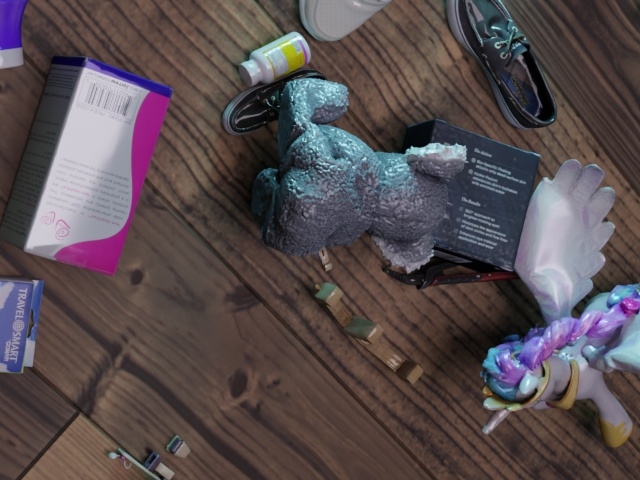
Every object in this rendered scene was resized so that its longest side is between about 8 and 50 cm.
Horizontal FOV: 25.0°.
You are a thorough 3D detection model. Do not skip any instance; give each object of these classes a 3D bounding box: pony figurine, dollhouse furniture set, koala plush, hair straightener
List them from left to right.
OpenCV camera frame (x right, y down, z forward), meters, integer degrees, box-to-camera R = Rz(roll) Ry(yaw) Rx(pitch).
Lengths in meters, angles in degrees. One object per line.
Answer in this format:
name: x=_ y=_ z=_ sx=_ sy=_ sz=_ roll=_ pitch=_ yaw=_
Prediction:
dollhouse furniture set: x=-0.196 y=0.268 z=1.701 sx=0.081 sy=0.114 sz=0.091 roll=42 pitch=80 yaw=-22
koala plush: x=0.051 y=-0.055 z=1.684 sx=0.221 sy=0.203 sz=0.196 roll=12 pitch=117 yaw=-15
hair straightener: x=0.188 y=0.015 z=1.913 sx=0.230 sy=0.047 sz=0.089 roll=-6 pitch=87 yaw=-22
pony figurine: x=0.370 y=0.116 z=1.878 sx=0.363 sy=0.303 sz=0.351 roll=16 pitch=110 yaw=-56

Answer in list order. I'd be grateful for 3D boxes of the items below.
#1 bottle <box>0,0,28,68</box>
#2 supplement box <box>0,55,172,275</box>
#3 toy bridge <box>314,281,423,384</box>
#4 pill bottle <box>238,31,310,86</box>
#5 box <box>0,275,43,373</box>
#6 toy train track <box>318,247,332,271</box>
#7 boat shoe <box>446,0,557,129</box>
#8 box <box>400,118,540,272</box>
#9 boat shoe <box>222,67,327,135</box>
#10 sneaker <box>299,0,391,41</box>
bottle: x=-0.365 y=-0.323 z=1.526 sx=0.118 sy=0.092 sz=0.282 roll=-11 pitch=103 yaw=-27
supplement box: x=-0.264 y=-0.084 z=1.608 sx=0.111 sy=0.114 sz=0.220 roll=19 pitch=88 yaw=-30
toy bridge: x=0.053 y=0.114 z=1.836 sx=0.188 sy=0.063 sz=0.026 roll=45 pitch=76 yaw=-28
pill bottle: x=-0.056 y=-0.216 z=1.737 sx=0.083 sy=0.043 sz=0.043 roll=-29 pitch=110 yaw=-21
box: x=-0.395 y=0.090 z=1.605 sx=0.178 sy=0.042 sz=0.109 roll=6 pitch=95 yaw=-28
toy train track: x=0.000 y=0.000 z=1.818 sx=0.048 sy=0.014 sz=0.083 roll=-24 pitch=109 yaw=-23
boat shoe: x=0.242 y=-0.240 z=1.874 sx=0.080 sy=0.076 sz=0.228 roll=-35 pitch=113 yaw=-19
box: x=0.177 y=-0.054 z=1.836 sx=0.156 sy=0.093 sz=0.158 roll=18 pitch=82 yaw=-19
boat shoe: x=-0.054 y=-0.170 z=1.746 sx=0.142 sy=0.040 sz=0.049 roll=-32 pitch=112 yaw=-21
sneaker: x=0.090 y=-0.346 z=1.717 sx=0.292 sy=0.118 sz=0.110 roll=-46 pitch=128 yaw=13
